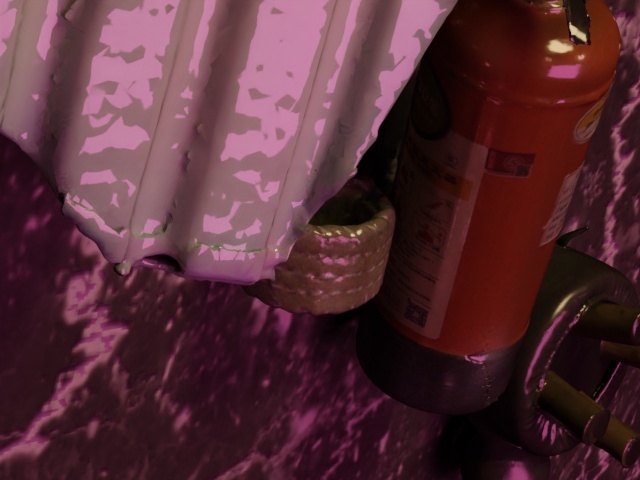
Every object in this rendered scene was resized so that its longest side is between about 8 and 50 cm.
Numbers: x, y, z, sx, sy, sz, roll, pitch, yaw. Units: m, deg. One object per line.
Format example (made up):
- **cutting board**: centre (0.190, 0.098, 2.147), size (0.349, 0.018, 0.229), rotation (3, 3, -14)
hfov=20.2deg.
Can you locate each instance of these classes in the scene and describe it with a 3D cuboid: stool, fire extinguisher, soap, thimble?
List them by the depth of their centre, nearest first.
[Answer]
- **soap**: centre (-0.046, -0.210, 0.786), size (0.261, 0.156, 0.446), rotation (4, 112, -30)
- **thimble**: centre (0.000, 0.000, 1.112), size (0.110, 0.084, 0.062), rotation (-30, 138, -56)
- **fire extinguisher**: centre (0.094, -0.079, 1.135), size (0.113, 0.200, 0.376), rotation (-11, 137, -25)
- **stool**: centre (0.187, 0.109, 1.380), size (0.153, 0.139, 0.228), rotation (-27, 130, -37)
